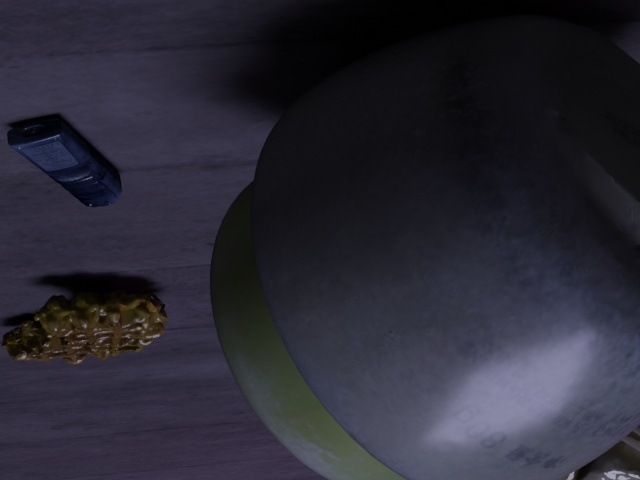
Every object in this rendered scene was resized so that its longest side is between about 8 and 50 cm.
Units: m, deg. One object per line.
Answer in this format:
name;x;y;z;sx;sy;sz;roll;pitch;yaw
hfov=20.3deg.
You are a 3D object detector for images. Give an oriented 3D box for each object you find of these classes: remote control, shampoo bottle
remote control;-0.192;-0.058;1.385;0.044;0.027;0.152;-7;161;13
shampoo bottle;0.106;0.013;1.235;0.322;0.322;0.317;10;150;-43

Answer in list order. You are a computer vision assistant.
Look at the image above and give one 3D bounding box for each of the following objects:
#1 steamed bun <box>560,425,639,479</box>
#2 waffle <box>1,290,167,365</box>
steamed bun;0.403;0.268;2.240;0.347;0.237;0.394;-3;168;-34
waffle;-0.238;0.084;1.770;0.149;0.051;0.194;6;163;-35
